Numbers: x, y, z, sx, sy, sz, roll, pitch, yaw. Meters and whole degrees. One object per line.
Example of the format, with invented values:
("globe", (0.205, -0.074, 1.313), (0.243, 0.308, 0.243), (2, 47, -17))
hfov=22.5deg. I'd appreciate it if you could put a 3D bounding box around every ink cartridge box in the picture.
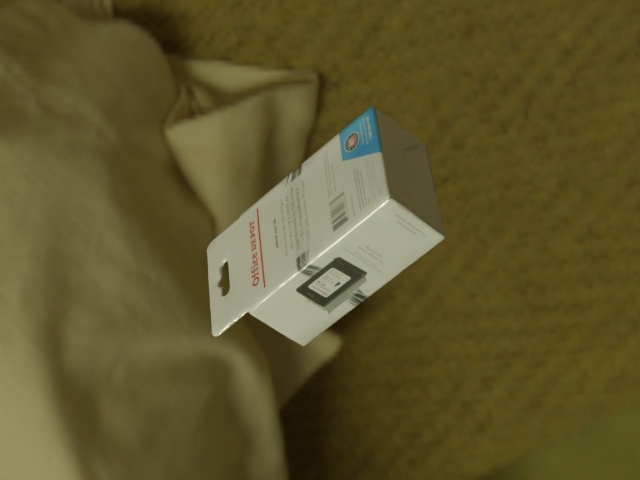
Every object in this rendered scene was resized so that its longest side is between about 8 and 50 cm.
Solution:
("ink cartridge box", (0.000, 0.000, 1.171), (0.060, 0.104, 0.180), (33, 122, -32))
